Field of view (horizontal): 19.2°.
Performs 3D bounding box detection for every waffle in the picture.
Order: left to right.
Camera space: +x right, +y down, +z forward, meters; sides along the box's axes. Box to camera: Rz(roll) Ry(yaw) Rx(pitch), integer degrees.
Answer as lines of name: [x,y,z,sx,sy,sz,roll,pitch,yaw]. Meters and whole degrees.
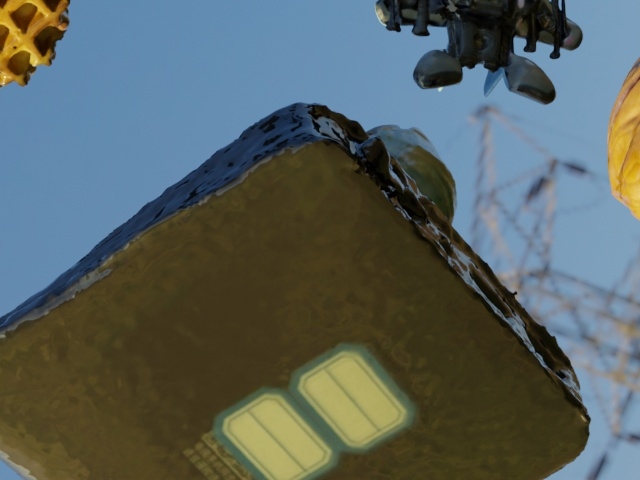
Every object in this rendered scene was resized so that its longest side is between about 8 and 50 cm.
waffle: [-0.366,-0.257,1.932,0.237,0.059,0.243,-4,-54,-20]

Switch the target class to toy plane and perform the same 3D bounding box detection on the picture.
toy plane: [0.126,-0.223,1.479,0.078,0.169,0.246,138,137,-70]

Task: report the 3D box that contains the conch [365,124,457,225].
conch: [0.000,0.000,1.780,0.277,0.195,0.220,-60,-20,2]

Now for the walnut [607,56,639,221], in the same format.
walnut: [0.250,-0.070,1.116,0.180,0.144,0.144,-27,-22,17]

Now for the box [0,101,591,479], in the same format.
box: [-0.031,0.107,1.307,0.350,0.091,0.359,-34,-60,15]
